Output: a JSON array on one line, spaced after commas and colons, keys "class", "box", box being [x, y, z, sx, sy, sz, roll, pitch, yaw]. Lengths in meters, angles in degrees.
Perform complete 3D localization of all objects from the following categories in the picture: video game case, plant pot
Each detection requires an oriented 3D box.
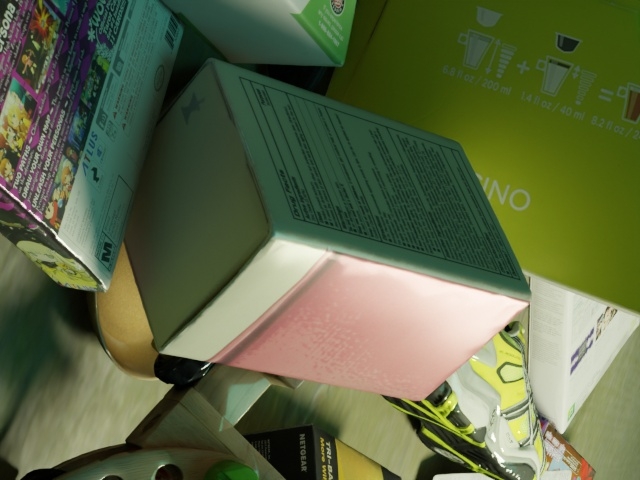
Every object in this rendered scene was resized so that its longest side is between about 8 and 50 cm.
[{"class": "video game case", "box": [-0.150, -0.115, 0.954, 0.210, 0.041, 0.232, 53, 46, -61]}, {"class": "plant pot", "box": [-0.099, -0.014, 1.194, 0.236, 0.032, 0.236, -42, 144, -42]}]

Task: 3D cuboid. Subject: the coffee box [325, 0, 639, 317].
[{"class": "coffee box", "box": [0.226, -0.131, 1.333, 0.338, 0.337, 0.334, -70, 163, 4]}]

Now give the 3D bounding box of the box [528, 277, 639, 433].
[{"class": "box", "box": [0.332, 0.050, 2.021, 0.232, 0.058, 0.322, -47, 147, -38]}]

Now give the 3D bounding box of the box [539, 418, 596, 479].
[{"class": "box", "box": [0.261, 0.345, 2.093, 0.201, 0.057, 0.293, -64, 153, -9]}]

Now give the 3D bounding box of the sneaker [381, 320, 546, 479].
[{"class": "sneaker", "box": [0.175, 0.156, 1.706, 0.147, 0.145, 0.385, -62, 154, -15]}]

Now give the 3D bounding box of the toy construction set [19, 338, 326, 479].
[{"class": "toy construction set", "box": [-0.063, 0.185, 1.186, 0.237, 0.257, 0.309, -56, 173, -19]}]

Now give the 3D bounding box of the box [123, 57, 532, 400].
[{"class": "box", "box": [0.000, 0.000, 1.077, 0.232, 0.149, 0.127, 15, 131, -39]}]

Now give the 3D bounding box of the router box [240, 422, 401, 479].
[{"class": "router box", "box": [0.010, 0.339, 1.439, 0.243, 0.081, 0.309, 41, 42, -62]}]

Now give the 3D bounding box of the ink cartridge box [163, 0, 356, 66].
[{"class": "ink cartridge box", "box": [-0.031, -0.242, 1.041, 0.160, 0.092, 0.219, 41, 56, -62]}]

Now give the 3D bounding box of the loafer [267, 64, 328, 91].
[{"class": "loafer", "box": [0.006, -0.190, 1.236, 0.061, 0.062, 0.170, -3, 113, -66]}]

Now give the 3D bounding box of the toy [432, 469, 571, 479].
[{"class": "toy", "box": [0.187, 0.327, 1.893, 0.237, 0.056, 0.137, 5, 98, -44]}]
